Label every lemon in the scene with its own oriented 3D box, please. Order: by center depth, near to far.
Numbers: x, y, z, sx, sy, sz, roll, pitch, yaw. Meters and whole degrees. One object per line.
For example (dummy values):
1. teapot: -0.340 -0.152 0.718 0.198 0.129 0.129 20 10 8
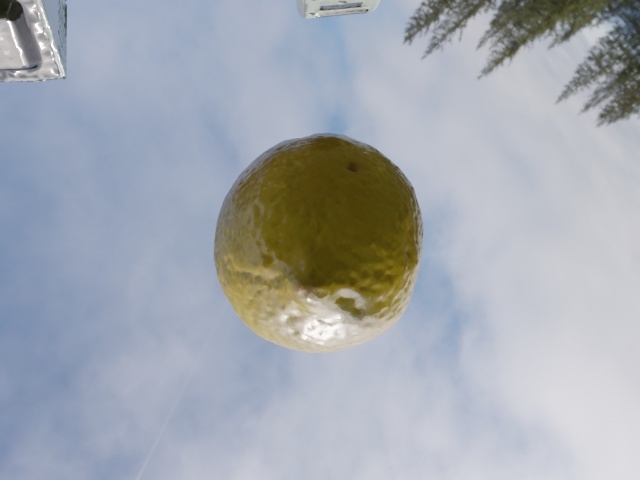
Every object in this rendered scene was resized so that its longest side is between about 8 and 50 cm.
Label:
1. lemon: -0.002 0.005 0.534 0.228 0.228 0.253 37 -146 -12

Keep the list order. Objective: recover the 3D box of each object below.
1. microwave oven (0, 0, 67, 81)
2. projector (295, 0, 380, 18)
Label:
1. microwave oven: -0.525 -0.335 0.678 0.295 0.181 0.238 -8 -120 -17
2. projector: 0.023 -0.482 0.748 0.177 0.163 0.243 -108 9 -79
